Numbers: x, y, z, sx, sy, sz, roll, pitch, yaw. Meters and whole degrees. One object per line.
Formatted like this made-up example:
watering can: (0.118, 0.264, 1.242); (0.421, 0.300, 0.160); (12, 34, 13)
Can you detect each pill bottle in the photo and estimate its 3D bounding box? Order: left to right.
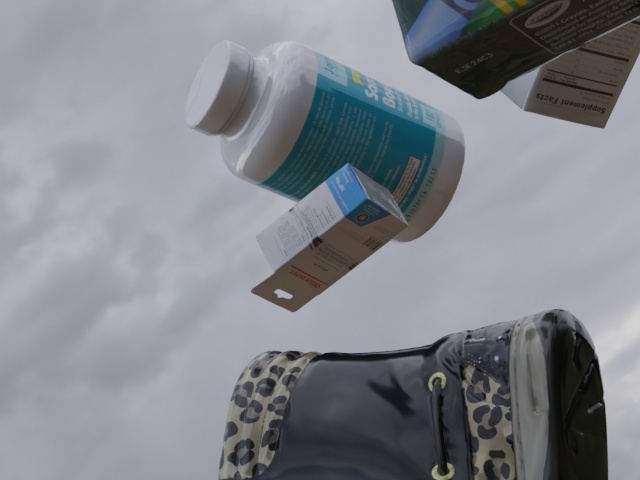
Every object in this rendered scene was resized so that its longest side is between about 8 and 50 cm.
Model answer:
pill bottle: (0.002, -0.105, 1.383); (0.264, 0.146, 0.146); (22, -50, -24)

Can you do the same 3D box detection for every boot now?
boot: (0.039, 0.153, 0.646); (0.178, 0.236, 0.085); (-6, -20, 31)

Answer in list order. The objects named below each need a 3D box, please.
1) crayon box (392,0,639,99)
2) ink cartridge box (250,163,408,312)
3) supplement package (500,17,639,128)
crayon box: (0.107, -0.267, 0.749); (0.203, 0.323, 0.083); (-25, -23, 27)
ink cartridge box: (0.000, 0.000, 0.755); (0.083, 0.028, 0.048); (-38, -34, 15)
supplement package: (0.238, -0.212, 1.304); (0.105, 0.105, 0.179); (8, -64, -30)
